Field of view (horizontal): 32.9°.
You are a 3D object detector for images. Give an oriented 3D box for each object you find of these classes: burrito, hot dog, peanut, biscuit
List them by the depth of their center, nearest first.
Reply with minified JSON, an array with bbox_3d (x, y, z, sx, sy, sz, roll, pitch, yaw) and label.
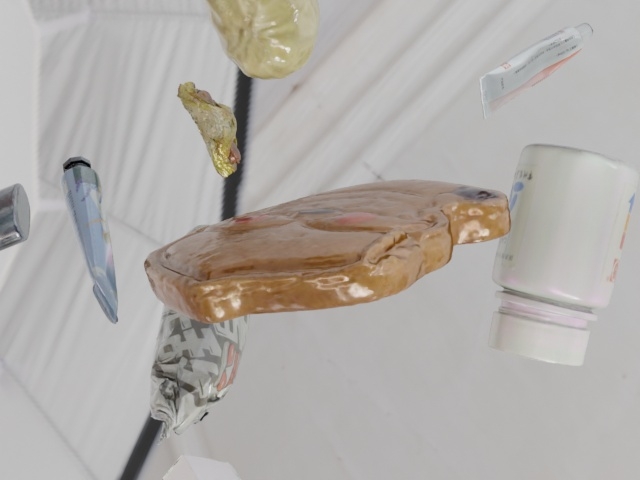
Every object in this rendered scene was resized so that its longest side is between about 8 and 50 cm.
[{"bbox_3d":[-0.073,-0.287,1.102,0.111,0.125,0.274,-31,-124,31],"label":"peanut"},{"bbox_3d":[0.000,-0.001,1.279,0.349,0.455,0.078,-3,-76,39],"label":"biscuit"},{"bbox_3d":[-0.178,0.135,1.640,0.139,0.101,0.445,1,-139,4],"label":"burrito"},{"bbox_3d":[-0.163,-0.184,1.697,0.061,0.078,0.169,-29,-95,17],"label":"hot dog"}]

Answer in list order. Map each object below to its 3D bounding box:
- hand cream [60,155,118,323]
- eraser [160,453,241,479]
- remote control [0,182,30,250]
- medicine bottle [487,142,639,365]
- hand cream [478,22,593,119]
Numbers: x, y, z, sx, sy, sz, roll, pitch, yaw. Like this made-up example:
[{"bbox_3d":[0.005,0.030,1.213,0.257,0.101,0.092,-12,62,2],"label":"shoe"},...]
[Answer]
[{"bbox_3d":[-0.308,-0.008,1.450,0.055,0.088,0.256,-16,-127,-4],"label":"hand cream"},{"bbox_3d":[-0.201,0.376,1.225,0.298,0.078,0.076,-51,-132,13],"label":"eraser"},{"bbox_3d":[-0.482,0.038,1.120,0.377,0.044,0.107,-22,-154,-1],"label":"remote control"},{"bbox_3d":[0.332,0.021,1.515,0.170,0.170,0.293,13,-90,50],"label":"medicine bottle"},{"bbox_3d":[0.282,-0.229,1.416,0.216,0.052,0.038,-33,-171,-27],"label":"hand cream"}]
